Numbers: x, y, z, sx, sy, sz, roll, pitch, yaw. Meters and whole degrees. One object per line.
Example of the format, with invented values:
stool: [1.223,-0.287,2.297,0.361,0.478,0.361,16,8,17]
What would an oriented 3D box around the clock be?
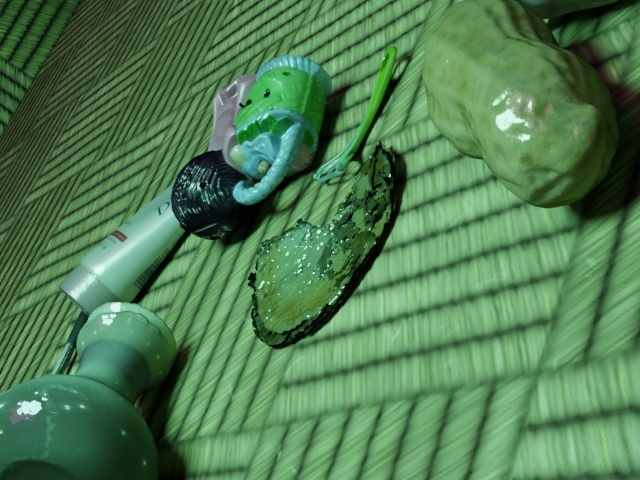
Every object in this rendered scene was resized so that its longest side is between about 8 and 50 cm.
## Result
clock: [-0.082,-0.101,1.342,0.194,0.100,0.195,-19,42,50]

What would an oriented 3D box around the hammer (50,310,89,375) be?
hammer: [-0.332,0.130,1.585,0.103,0.029,0.246,-29,32,43]

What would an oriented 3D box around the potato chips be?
potato chips: [0.003,0.002,1.139,0.220,0.029,0.202,-52,24,12]

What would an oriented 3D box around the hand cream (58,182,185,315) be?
hand cream: [-0.223,-0.003,1.513,0.248,0.083,0.133,-49,24,-13]

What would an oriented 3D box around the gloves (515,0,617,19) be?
gloves: [0.220,-0.244,0.958,0.212,0.127,0.111,-18,51,59]

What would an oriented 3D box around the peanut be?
peanut: [0.150,-0.104,0.904,0.123,0.123,0.257,-46,29,17]

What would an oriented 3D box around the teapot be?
teapot: [-0.227,0.173,1.175,0.183,0.183,0.251,-40,15,30]

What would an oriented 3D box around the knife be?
knife: [0.044,-0.132,1.241,0.078,0.022,0.166,-10,49,62]
